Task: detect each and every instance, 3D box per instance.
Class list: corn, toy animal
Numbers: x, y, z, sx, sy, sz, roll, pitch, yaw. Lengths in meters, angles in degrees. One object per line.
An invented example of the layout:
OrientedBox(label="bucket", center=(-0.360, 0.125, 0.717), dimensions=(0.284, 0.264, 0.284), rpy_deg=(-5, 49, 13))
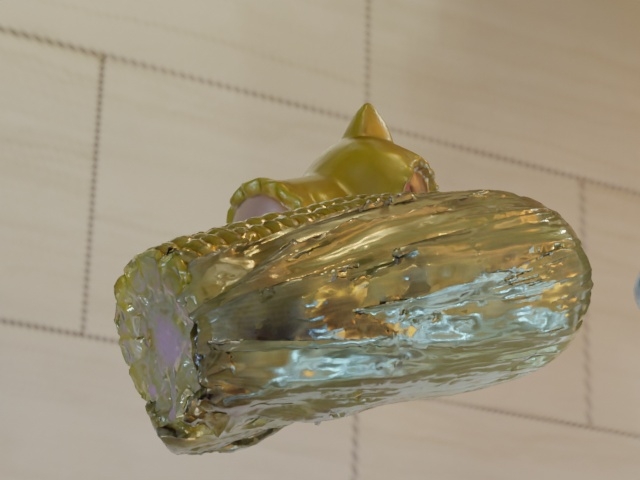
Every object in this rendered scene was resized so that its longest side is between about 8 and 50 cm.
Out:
OrientedBox(label="corn", center=(0.024, 0.038, 0.886), dimensions=(0.305, 0.123, 0.122), rpy_deg=(-10, 95, -44))
OrientedBox(label="toy animal", center=(0.000, -0.005, 1.420), dimensions=(0.230, 0.156, 0.156), rpy_deg=(-33, 91, -42))

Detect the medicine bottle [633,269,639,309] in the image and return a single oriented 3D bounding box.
OrientedBox(label="medicine bottle", center=(0.320, -0.030, 1.186), dimensions=(0.139, 0.139, 0.225), rpy_deg=(28, 80, -19))
